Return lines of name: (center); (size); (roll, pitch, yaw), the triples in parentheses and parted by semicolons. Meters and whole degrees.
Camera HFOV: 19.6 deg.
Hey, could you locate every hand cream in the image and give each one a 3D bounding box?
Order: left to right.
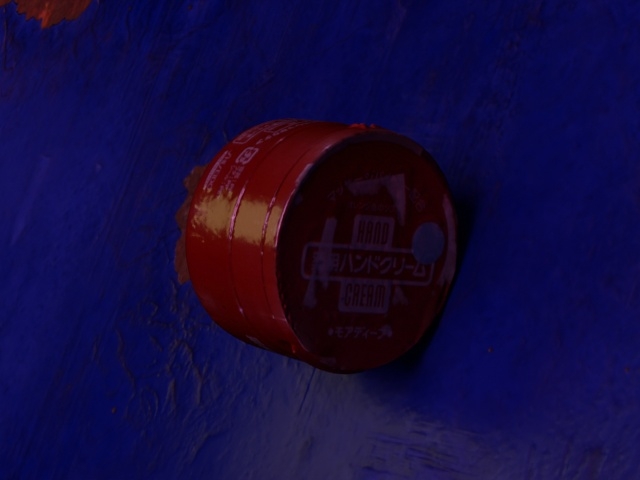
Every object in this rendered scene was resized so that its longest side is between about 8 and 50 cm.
hand cream: (0.000, 0.000, 1.684); (0.149, 0.230, 0.230); (15, 79, 48)
